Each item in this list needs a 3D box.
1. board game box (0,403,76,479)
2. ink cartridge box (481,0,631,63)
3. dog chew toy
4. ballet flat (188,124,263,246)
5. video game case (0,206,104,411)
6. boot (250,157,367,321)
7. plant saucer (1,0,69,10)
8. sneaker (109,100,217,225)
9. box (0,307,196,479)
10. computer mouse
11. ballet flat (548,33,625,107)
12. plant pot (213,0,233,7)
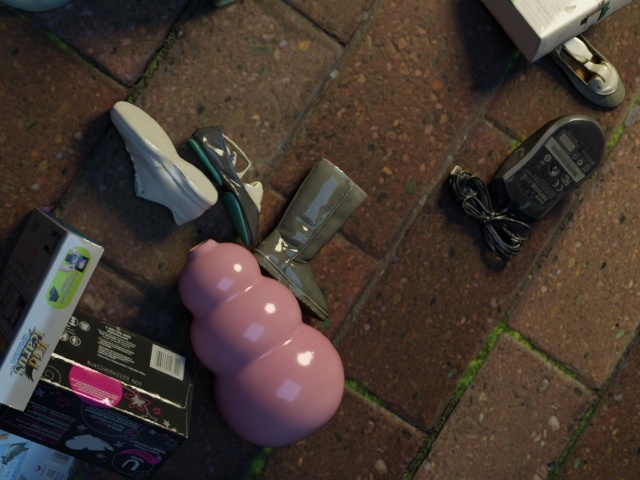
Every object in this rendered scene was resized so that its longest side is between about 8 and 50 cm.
[{"bbox_3d":[-0.557,0.359,1.885,0.318,0.066,0.319,28,87,-21],"label":"board game box"},{"bbox_3d":[0.390,-0.418,2.084,0.219,0.092,0.160,-33,75,-13],"label":"ink cartridge box"},{"bbox_3d":[-0.104,0.150,1.961,0.206,0.206,0.332,-31,98,-14],"label":"dog chew toy"},{"bbox_3d":[-0.131,-0.090,1.983,0.074,0.074,0.203,-31,104,-14],"label":"ballet flat"},{"bbox_3d":[-0.410,0.089,1.795,0.061,0.269,0.244,28,88,-23],"label":"video game case"},{"bbox_3d":[0.002,0.001,2.048,0.190,0.076,0.208,47,71,-27],"label":"boot"},{"bbox_3d":[-0.411,-0.430,1.840,0.194,0.037,0.195,-4,98,-26],"label":"plant saucer"},{"bbox_3d":[-0.259,-0.111,1.936,0.094,0.080,0.212,-37,100,23],"label":"sneaker"},{"bbox_3d":[-0.328,0.223,1.881,0.247,0.163,0.142,26,128,-22],"label":"box"},{"bbox_3d":[0.359,-0.117,2.162,0.272,0.072,0.188,-38,110,1],"label":"computer mouse"},{"bbox_3d":[0.453,-0.297,2.168,0.213,0.068,0.072,38,84,-20],"label":"ballet flat"},{"bbox_3d":[-0.088,-0.533,1.856,0.247,0.248,0.252,-27,89,-14],"label":"plant pot"}]
